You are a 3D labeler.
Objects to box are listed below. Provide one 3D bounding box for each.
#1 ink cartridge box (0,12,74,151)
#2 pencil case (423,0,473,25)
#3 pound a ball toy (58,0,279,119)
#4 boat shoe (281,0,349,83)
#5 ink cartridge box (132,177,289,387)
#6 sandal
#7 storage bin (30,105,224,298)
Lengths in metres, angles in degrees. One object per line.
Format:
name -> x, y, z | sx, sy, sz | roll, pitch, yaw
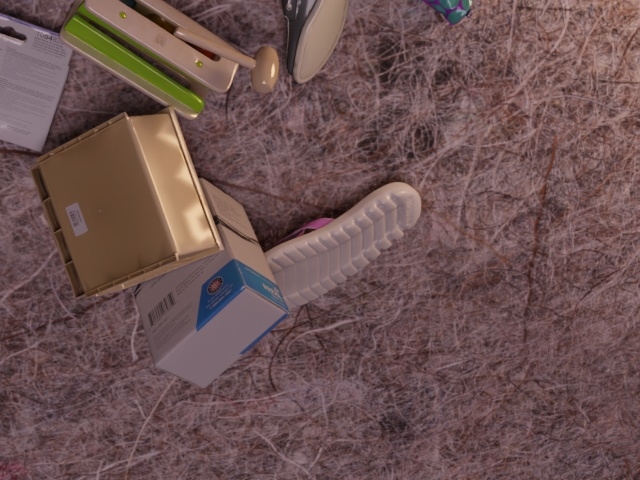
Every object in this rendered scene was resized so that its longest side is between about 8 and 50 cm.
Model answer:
ink cartridge box -> -0.551, -0.286, 1.703 | 0.223, 0.045, 0.224 | 18, 115, -18
pencil case -> 0.192, -0.432, 1.719 | 0.151, 0.064, 0.070 | 29, 87, -22
pound a ball toy -> -0.237, -0.340, 1.648 | 0.319, 0.136, 0.208 | 30, 147, -23
boat shoe -> -0.016, -0.425, 1.694 | 0.099, 0.116, 0.319 | 31, 128, 23
ink cartridge box -> -0.215, 0.072, 1.801 | 0.223, 0.307, 0.129 | -42, 134, 15
sandal -> 0.004, 0.010, 1.935 | 0.416, 0.102, 0.169 | -28, 136, -6
storage bin -> -0.341, -0.058, 1.713 | 0.260, 0.123, 0.262 | -21, 88, 31
